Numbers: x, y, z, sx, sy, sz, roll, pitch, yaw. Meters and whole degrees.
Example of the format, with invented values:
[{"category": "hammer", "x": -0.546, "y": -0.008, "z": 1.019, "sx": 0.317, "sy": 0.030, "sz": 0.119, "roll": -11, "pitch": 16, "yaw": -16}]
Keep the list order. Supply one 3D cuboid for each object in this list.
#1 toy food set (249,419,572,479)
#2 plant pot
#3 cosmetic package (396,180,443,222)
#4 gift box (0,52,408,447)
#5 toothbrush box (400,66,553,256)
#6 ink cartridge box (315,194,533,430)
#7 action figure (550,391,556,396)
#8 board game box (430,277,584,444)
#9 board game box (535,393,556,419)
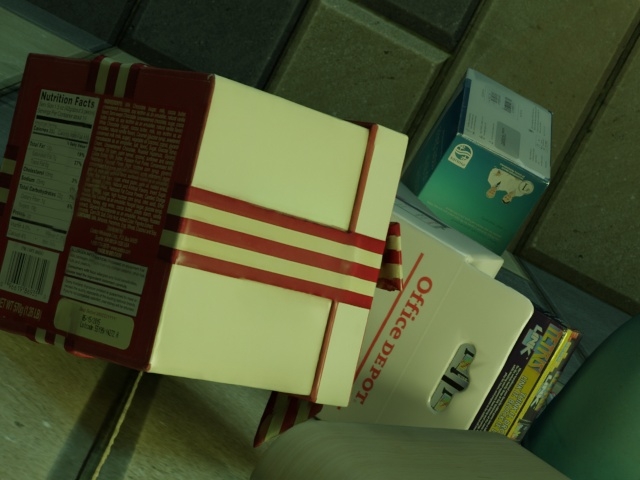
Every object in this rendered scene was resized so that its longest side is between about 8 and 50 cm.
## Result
[{"category": "toy food set", "x": 0.123, "y": 0.231, "z": 1.264, "sx": 0.306, "sy": 0.092, "sz": 0.220, "roll": 9, "pitch": 17, "yaw": -43}, {"category": "plant pot", "x": 0.382, "y": 0.171, "z": 1.645, "sx": 0.272, "sy": 0.255, "sz": 0.271, "roll": 27, "pitch": 22, "yaw": -12}, {"category": "cosmetic package", "x": 0.000, "y": 0.000, "z": 1.852, "sx": 0.155, "sy": 0.197, "sz": 0.365, "roll": 24, "pitch": 10, "yaw": -17}, {"category": "gift box", "x": -0.104, "y": 0.010, "z": 1.316, "sx": 0.255, "sy": 0.276, "sz": 0.258, "roll": 18, "pitch": 3, "yaw": 42}, {"category": "toothbrush box", "x": 0.150, "y": -0.026, "z": 1.977, "sx": 0.126, "sy": 0.295, "sz": 0.216, "roll": 27, "pitch": 28, "yaw": -5}, {"category": "ink cartridge box", "x": 0.026, "y": 0.053, "z": 1.567, "sx": 0.353, "sy": 0.207, "sz": 0.119, "roll": 32, "pitch": 11, "yaw": 21}, {"category": "action figure", "x": 0.211, "y": 0.133, "z": 1.918, "sx": 0.280, "sy": 0.139, "sz": 0.091, "roll": 13, "pitch": 50, "yaw": -52}, {"category": "board game box", "x": 0.163, "y": 0.129, "z": 1.675, "sx": 0.141, "sy": 0.170, "sz": 0.048, "roll": 34, "pitch": 8, "yaw": 28}, {"category": "board game box", "x": 0.397, "y": 0.284, "z": 1.887, "sx": 0.305, "sy": 0.053, "sz": 0.193, "roll": 26, "pitch": 9, "yaw": -12}]
